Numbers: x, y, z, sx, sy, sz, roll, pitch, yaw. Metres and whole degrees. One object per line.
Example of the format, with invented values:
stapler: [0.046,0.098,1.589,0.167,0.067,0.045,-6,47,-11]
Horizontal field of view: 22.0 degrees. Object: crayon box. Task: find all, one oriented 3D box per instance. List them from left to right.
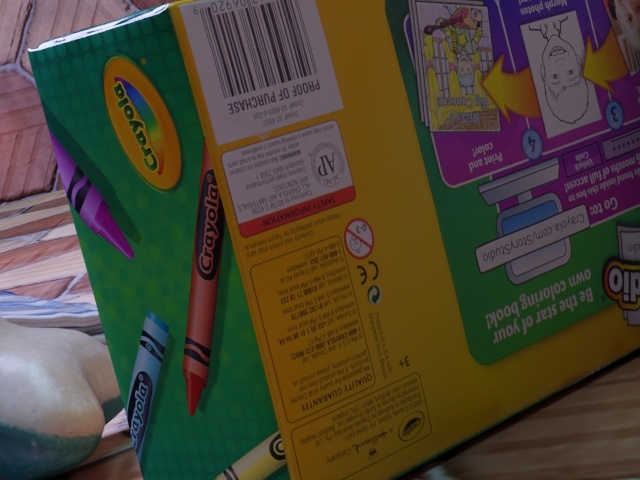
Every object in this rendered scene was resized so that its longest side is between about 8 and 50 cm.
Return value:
crayon box: [0.045,-0.023,0.607,0.278,0.165,0.081,-20,9,-42]

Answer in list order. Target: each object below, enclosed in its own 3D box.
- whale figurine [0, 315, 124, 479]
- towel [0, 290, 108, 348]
whale figurine: [-0.220,0.072,0.683,0.272,0.141,0.216,10,8,0]
towel: [-0.240,0.053,0.945,0.209,0.034,0.285,-1,1,-24]
